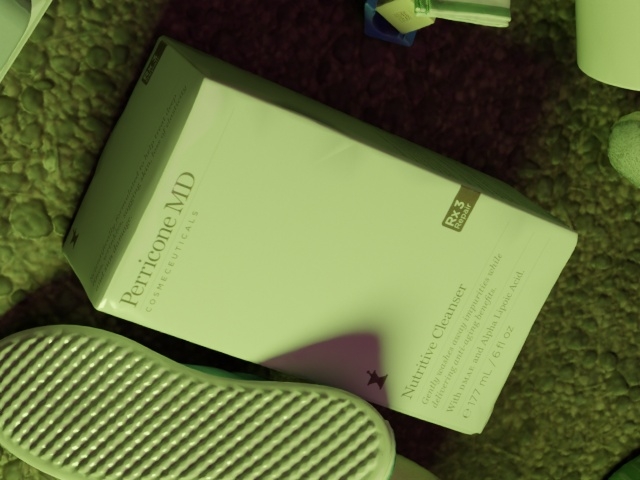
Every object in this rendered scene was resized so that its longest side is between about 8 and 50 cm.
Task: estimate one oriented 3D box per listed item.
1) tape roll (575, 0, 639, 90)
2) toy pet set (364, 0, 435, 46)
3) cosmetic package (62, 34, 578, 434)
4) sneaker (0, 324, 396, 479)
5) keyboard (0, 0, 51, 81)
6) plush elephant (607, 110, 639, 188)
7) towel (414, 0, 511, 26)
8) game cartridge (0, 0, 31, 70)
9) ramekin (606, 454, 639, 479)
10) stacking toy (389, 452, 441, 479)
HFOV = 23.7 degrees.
[{"bbox_3d":[0.342,-0.239,1.317,0.246,0.246,0.169,-13,112,-18],"label":"tape roll"},{"bbox_3d":[0.083,-0.227,1.333,0.122,0.065,0.114,38,57,-31],"label":"toy pet set"},{"bbox_3d":[0.000,0.000,1.312,0.385,0.156,0.217,18,102,-28],"label":"cosmetic package"},{"bbox_3d":[-0.113,0.168,1.305,0.366,0.150,0.135,13,76,12],"label":"sneaker"},{"bbox_3d":[-0.236,-0.222,1.216,0.072,0.014,0.256,31,95,-28],"label":"keyboard"},{"bbox_3d":[0.489,-0.083,1.431,0.330,0.272,0.255,9,122,-54],"label":"plush elephant"},{"bbox_3d":[0.117,-0.261,1.303,0.113,0.023,0.152,0,84,-43],"label":"towel"},{"bbox_3d":[-0.364,-0.121,1.129,0.294,0.060,0.196,-42,141,9],"label":"game cartridge"},{"bbox_3d":[0.405,0.358,1.610,0.303,0.148,0.303,-8,111,-20],"label":"ramekin"},{"bbox_3d":[-0.027,0.449,1.431,0.351,0.350,0.480,-10,131,-19],"label":"stacking toy"}]
